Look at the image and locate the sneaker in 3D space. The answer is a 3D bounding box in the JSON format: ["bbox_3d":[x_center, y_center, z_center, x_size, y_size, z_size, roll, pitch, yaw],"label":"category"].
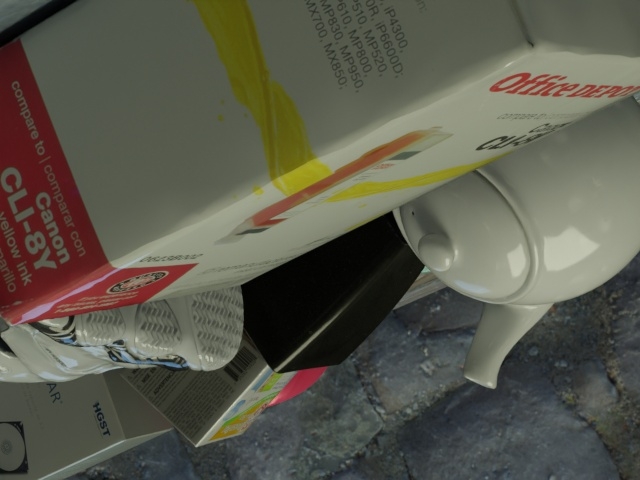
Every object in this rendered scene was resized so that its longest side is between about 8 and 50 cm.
[{"bbox_3d":[-0.232,0.035,1.460,0.210,0.137,0.366,-9,161,27],"label":"sneaker"}]

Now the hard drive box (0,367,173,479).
[{"bbox_3d":[-0.296,0.166,2.027,0.232,0.181,0.089,-28,169,30],"label":"hard drive box"}]

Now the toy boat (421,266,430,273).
[{"bbox_3d":[0.045,0.004,1.973,0.318,0.148,0.267,-22,172,3],"label":"toy boat"}]

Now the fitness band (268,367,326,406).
[{"bbox_3d":[-0.076,0.095,2.084,0.209,0.054,0.291,5,-149,22],"label":"fitness band"}]

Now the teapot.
[{"bbox_3d":[0.145,-0.043,1.539,0.187,0.256,0.252,-39,176,-33],"label":"teapot"}]

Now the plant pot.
[{"bbox_3d":[0.000,0.000,1.780,0.167,0.187,0.188,-38,167,17],"label":"plant pot"}]

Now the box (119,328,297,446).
[{"bbox_3d":[-0.099,0.124,1.831,0.114,0.103,0.203,-48,171,6],"label":"box"}]

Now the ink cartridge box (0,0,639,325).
[{"bbox_3d":[-0.001,-0.100,1.142,0.385,0.160,0.279,-26,170,29],"label":"ink cartridge box"}]
